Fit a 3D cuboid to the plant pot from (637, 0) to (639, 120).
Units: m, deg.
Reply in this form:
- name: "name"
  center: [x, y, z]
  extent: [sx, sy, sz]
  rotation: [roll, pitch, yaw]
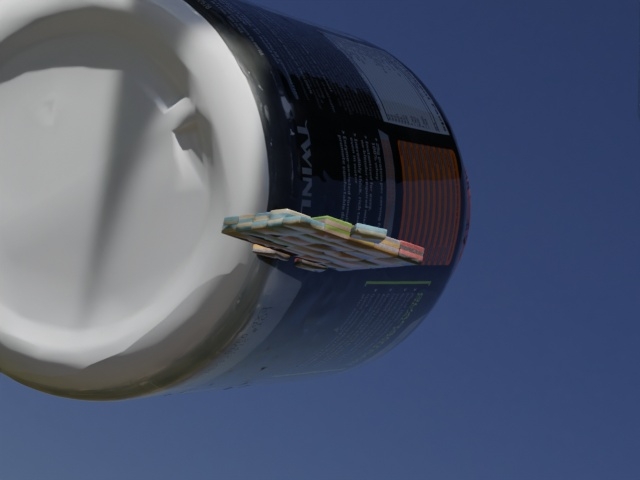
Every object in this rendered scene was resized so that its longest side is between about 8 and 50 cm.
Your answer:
- name: "plant pot"
  center: [0.337, -0.205, 1.179]
  extent: [0.293, 0.293, 0.235]
  rotation: [8, -67, 43]

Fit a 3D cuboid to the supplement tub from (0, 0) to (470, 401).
- name: "supplement tub"
  center: [-0.044, -0.022, 0.936]
  extent: [0.194, 0.193, 0.316]
  rotation: [21, 6, 22]

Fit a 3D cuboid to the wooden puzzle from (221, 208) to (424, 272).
- name: "wooden puzzle"
  center: [0.000, 0.000, 0.618]
  extent: [0.049, 0.006, 0.083]
  rotation: [18, -13, -31]
